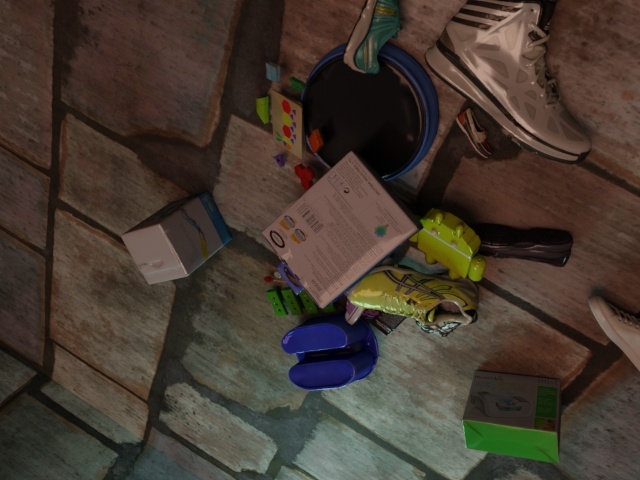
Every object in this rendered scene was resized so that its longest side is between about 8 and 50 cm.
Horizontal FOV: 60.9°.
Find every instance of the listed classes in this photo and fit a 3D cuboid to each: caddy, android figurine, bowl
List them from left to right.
[{"bbox_3d":[0.033,0.382,1.884,0.342,0.179,0.241,-14,88,33],"label":"caddy"},{"bbox_3d":[0.121,-0.336,1.477,0.392,0.077,0.390,12,122,20],"label":"bowl"},{"bbox_3d":[0.346,0.012,1.492,0.248,0.056,0.272,36,162,22],"label":"android figurine"}]

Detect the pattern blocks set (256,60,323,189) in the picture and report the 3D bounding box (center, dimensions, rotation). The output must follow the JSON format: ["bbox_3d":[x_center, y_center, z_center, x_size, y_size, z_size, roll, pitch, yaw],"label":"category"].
[{"bbox_3d":[-0.089,-0.328,1.550,0.285,0.026,0.324,44,147,26],"label":"pattern blocks set"}]

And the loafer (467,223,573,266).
[{"bbox_3d":[0.516,0.022,1.475,0.303,0.109,0.095,5,125,22],"label":"loafer"}]

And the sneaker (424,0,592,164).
[{"bbox_3d":[0.474,-0.382,1.214,0.448,0.169,0.257,39,129,4],"label":"sneaker"}]

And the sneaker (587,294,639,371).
[{"bbox_3d":[0.834,0.231,1.448,0.290,0.106,0.123,44,119,-12],"label":"sneaker"}]

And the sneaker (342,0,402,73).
[{"bbox_3d":[0.150,-0.536,1.308,0.110,0.107,0.275,23,104,-7],"label":"sneaker"}]

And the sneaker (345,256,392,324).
[{"bbox_3d":[0.108,0.129,1.750,0.161,0.102,0.282,29,116,13],"label":"sneaker"}]

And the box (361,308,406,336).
[{"bbox_3d":[0.221,0.232,1.790,0.116,0.029,0.162,39,126,3],"label":"box"}]

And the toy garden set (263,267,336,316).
[{"bbox_3d":[-0.081,0.161,1.890,0.244,0.049,0.203,-9,115,31],"label":"toy garden set"}]

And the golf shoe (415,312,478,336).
[{"bbox_3d":[0.399,0.252,1.695,0.198,0.077,0.093,-7,129,34],"label":"golf shoe"}]

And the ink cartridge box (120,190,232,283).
[{"bbox_3d":[-0.482,-0.011,1.847,0.198,0.270,0.197,-12,111,31],"label":"ink cartridge box"}]

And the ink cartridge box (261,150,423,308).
[{"bbox_3d":[0.035,-0.009,1.454,0.395,0.151,0.270,-41,80,13],"label":"ink cartridge box"}]

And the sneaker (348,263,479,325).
[{"bbox_3d":[0.272,0.166,1.595,0.385,0.147,0.145,0,122,7],"label":"sneaker"}]

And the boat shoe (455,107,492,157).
[{"bbox_3d":[0.401,-0.274,1.393,0.043,0.049,0.137,-34,95,34],"label":"boat shoe"}]

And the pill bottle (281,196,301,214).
[{"bbox_3d":[0.000,0.000,1.645,0.264,0.153,0.153,55,130,20],"label":"pill bottle"}]

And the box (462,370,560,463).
[{"bbox_3d":[0.587,0.527,1.652,0.262,0.231,0.126,0,118,27],"label":"box"}]
